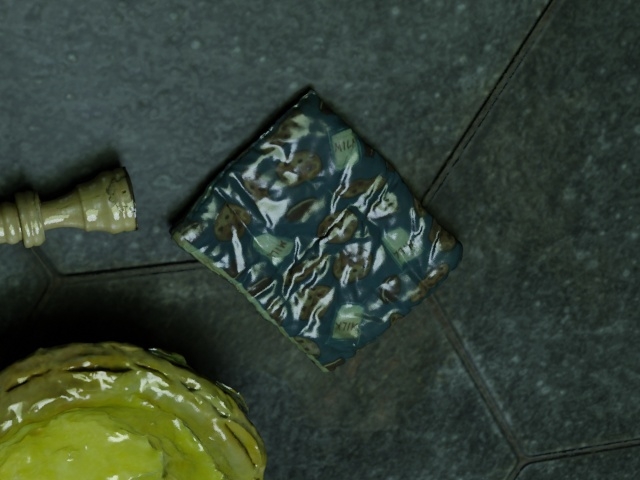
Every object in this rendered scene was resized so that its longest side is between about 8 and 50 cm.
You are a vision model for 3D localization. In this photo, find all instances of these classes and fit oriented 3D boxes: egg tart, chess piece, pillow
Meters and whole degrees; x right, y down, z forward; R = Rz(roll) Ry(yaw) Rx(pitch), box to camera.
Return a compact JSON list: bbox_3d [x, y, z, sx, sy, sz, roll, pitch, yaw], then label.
[{"bbox_3d":[-0.220,0.221,1.548,0.345,0.132,0.345,-10,122,-17],"label":"egg tart"},{"bbox_3d":[-0.245,-0.019,1.451,0.172,0.060,0.060,-12,122,-12],"label":"chess piece"},{"bbox_3d":[0.002,0.000,1.573,0.189,0.034,0.255,-44,123,4],"label":"pillow"}]
